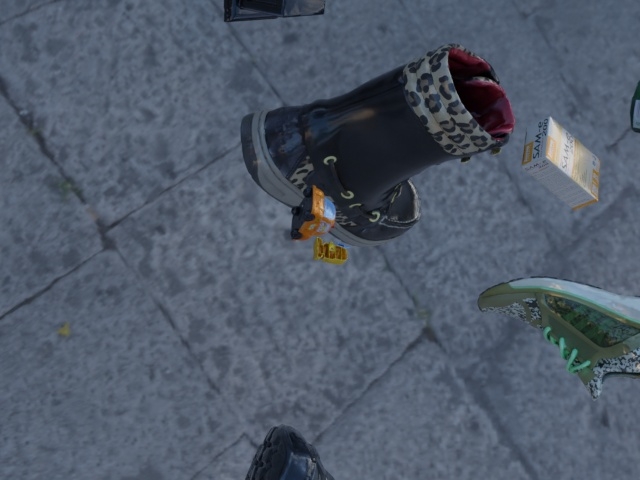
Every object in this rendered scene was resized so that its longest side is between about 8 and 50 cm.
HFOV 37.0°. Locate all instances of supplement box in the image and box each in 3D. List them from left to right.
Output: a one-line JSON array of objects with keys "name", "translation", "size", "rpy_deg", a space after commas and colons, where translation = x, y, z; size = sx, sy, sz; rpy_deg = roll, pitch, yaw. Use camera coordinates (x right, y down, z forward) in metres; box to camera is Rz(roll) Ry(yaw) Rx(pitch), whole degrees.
[{"name": "supplement box", "translation": [0.277, -0.088, 1.096], "size": [0.098, 0.036, 0.062], "rpy_deg": [32, 54, -29]}]

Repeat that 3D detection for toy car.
[{"name": "toy car", "translation": [0.000, 0.000, 0.891], "size": [0.041, 0.060, 0.122], "rpy_deg": [14, 34, -18]}]

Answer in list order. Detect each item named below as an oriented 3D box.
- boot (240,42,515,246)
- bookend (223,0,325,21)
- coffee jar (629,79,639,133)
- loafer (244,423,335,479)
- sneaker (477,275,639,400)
[{"name": "boot", "translation": [0.112, -0.113, 1.223], "size": [0.377, 0.284, 0.138], "rpy_deg": [27, 51, -52]}, {"name": "bookend", "translation": [-0.017, -0.281, 0.924], "size": [0.072, 0.156, 0.157], "rpy_deg": [-16, 119, -42]}, {"name": "coffee jar", "translation": [0.495, -0.161, 1.205], "size": [0.096, 0.184, 0.079], "rpy_deg": [-21, 121, -50]}, {"name": "loafer", "translation": [-0.020, 0.202, 0.797], "size": [0.078, 0.223, 0.076], "rpy_deg": [21, 72, 0]}, {"name": "sneaker", "translation": [0.449, 0.173, 1.614], "size": [0.158, 0.411, 0.182], "rpy_deg": [31, 72, -58]}]
